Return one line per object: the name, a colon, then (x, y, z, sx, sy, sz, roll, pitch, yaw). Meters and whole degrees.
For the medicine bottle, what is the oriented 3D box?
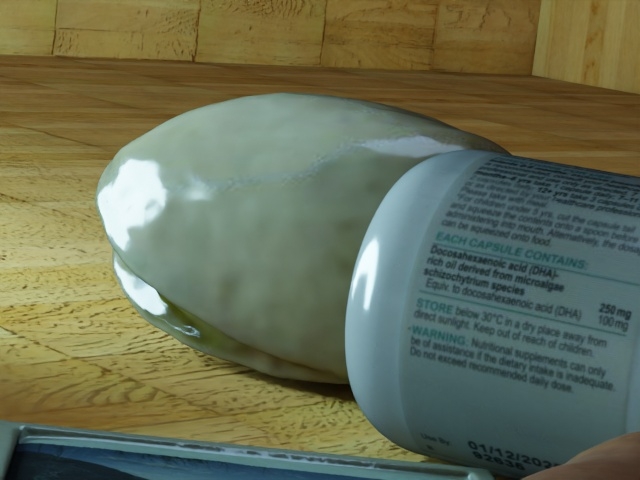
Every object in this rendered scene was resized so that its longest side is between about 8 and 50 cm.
medicine bottle: (0.131, 0.042, 0.800, 0.215, 0.135, 0.135, 11, 11, 29)

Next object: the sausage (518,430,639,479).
sausage: (0.000, 0.107, 0.448, 0.094, 0.094, 0.419, 26, 18, 36)

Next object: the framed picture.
framed picture: (-0.025, 0.099, 0.717, 0.203, 0.015, 0.150, 6, 9, -5)

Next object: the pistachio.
pistachio: (0.000, 0.000, 0.977, 0.238, 0.138, 0.153, 10, 45, 24)
